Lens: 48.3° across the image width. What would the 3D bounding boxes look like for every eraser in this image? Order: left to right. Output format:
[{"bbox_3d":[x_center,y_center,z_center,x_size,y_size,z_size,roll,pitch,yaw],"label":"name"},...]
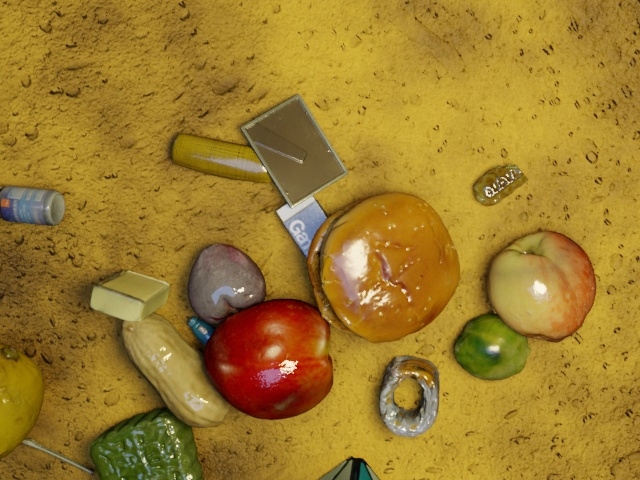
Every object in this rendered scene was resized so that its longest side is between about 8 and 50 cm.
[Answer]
[{"bbox_3d":[-0.412,0.120,1.552,0.117,0.172,0.058,19,101,4],"label":"eraser"},{"bbox_3d":[0.000,0.000,1.545,0.092,0.046,0.212,-33,92,9],"label":"eraser"}]

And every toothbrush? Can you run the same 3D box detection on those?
[{"bbox_3d":[-0.672,0.493,1.711,0.294,0.026,0.028,29,85,3],"label":"toothbrush"}]

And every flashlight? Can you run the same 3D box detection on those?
[{"bbox_3d":[-0.246,0.222,1.610,0.129,0.051,0.051,39,101,6],"label":"flashlight"}]

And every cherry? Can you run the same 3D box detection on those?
[{"bbox_3d":[-0.208,0.098,1.542,0.176,0.140,0.176,-4,73,13],"label":"cherry"}]

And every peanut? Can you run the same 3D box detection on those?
[{"bbox_3d":[-0.323,0.282,1.579,0.319,0.147,0.147,44,101,12],"label":"peanut"}]

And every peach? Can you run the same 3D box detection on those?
[{"bbox_3d":[-0.108,0.253,1.482,0.274,0.245,0.249,-9,106,5],"label":"peach"},{"bbox_3d":[0.443,0.103,1.428,0.232,0.232,0.233,1,98,7],"label":"peach"}]

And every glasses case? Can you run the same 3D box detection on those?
[{"bbox_3d":[-0.207,-0.175,1.541,0.234,0.064,0.079,12,92,5],"label":"glasses case"}]

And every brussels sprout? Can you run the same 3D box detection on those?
[{"bbox_3d":[0.361,0.229,1.489,0.149,0.122,0.152,29,99,6],"label":"brussels sprout"}]

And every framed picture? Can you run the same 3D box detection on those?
[{"bbox_3d":[-0.054,-0.190,1.512,0.150,0.015,0.203,-33,90,-10],"label":"framed picture"}]

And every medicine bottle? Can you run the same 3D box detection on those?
[{"bbox_3d":[-0.686,-0.082,1.608,0.203,0.083,0.083,7,98,8],"label":"medicine bottle"}]

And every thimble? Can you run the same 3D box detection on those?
[{"bbox_3d":[0.191,0.330,1.528,0.127,0.118,0.151,12,100,6],"label":"thimble"}]

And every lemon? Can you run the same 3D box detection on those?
[{"bbox_3d":[-0.757,0.368,1.593,0.260,0.260,0.284,40,76,1],"label":"lemon"}]

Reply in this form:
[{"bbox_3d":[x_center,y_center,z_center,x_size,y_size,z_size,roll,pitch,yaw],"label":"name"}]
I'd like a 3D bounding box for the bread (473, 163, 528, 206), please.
[{"bbox_3d":[0.367,-0.117,1.477,0.110,0.060,0.066,-37,121,12],"label":"bread"}]

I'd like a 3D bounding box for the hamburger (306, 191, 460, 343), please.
[{"bbox_3d":[0.136,0.052,1.450,0.314,0.170,0.290,-31,102,-18],"label":"hamburger"}]

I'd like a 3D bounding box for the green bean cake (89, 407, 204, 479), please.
[{"bbox_3d":[-0.382,0.520,1.625,0.222,0.125,0.248,-22,94,9],"label":"green bean cake"}]

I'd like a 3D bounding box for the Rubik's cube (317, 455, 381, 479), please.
[{"bbox_3d":[0.054,0.660,1.525,0.246,0.250,0.248,-40,93,11],"label":"Rubik's cube"}]
